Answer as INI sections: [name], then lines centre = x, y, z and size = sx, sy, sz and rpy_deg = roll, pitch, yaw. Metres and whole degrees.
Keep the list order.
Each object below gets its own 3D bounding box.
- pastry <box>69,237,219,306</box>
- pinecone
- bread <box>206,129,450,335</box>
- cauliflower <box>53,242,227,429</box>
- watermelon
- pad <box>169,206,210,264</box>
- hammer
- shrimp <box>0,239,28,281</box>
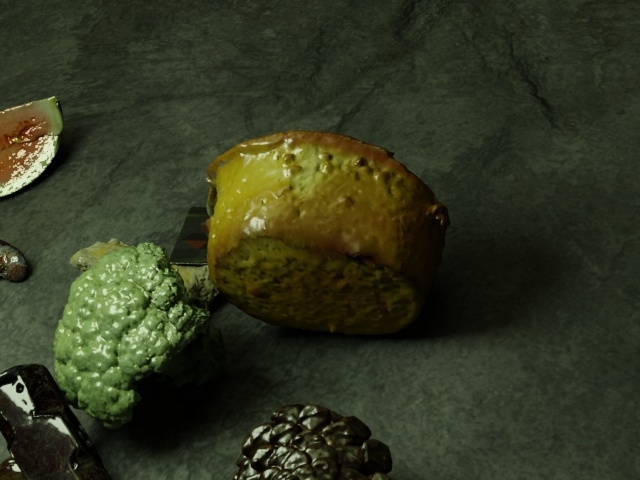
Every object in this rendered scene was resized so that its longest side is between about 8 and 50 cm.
[pastry]
centre = -0.281, 0.062, 1.954
size = 0.258, 0.089, 0.121
rpy_deg = 11, 22, 30
[pinecone]
centre = -0.007, 0.314, 1.508
size = 0.202, 0.201, 0.229
rpy_deg = -4, 74, -17
[bread]
centre = -0.003, 0.000, 1.744
size = 0.358, 0.337, 0.204
rpy_deg = 12, 54, 2
[cauliflower]
centre = -0.248, 0.138, 1.755
size = 0.275, 0.250, 0.272
rpy_deg = 35, 106, 57
[watermelon]
centre = -0.604, -0.143, 2.279
size = 0.303, 0.159, 0.128
rpy_deg = -21, 70, -8
[pad]
centre = -0.162, -0.010, 2.001
size = 0.142, 0.003, 0.211
rpy_deg = 1, 27, 4
[hammer]
centre = -0.479, 0.377, 1.644
size = 0.408, 0.095, 0.242
rpy_deg = -39, 73, -1
[shrimp]
centre = -0.585, 0.028, 2.124
size = 0.190, 0.073, 0.075
rpy_deg = 13, 5, 19
